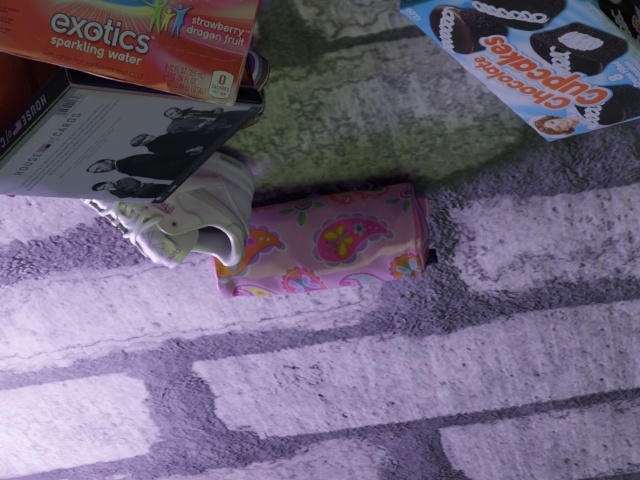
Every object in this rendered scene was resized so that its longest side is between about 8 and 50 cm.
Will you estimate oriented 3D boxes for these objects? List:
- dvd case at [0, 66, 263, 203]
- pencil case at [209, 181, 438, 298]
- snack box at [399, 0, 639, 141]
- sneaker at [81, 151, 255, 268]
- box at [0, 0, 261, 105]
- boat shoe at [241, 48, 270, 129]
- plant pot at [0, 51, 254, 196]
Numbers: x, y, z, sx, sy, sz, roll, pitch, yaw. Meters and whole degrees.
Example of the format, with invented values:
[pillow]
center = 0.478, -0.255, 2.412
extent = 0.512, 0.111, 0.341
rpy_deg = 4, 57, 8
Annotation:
[dvd case]
center = -0.194, -0.096, 1.677
extent = 0.238, 0.030, 0.179
rpy_deg = 3, 146, -46
[pencil case]
center = 0.000, 0.000, 2.230
extent = 0.284, 0.124, 0.124
rpy_deg = -9, 148, 6
[snack box]
center = 0.252, -0.221, 1.931
extent = 0.187, 0.060, 0.322
rpy_deg = -14, 149, 35
[sneaker]
center = -0.209, -0.056, 2.078
extent = 0.305, 0.152, 0.114
rpy_deg = 15, 145, -26
[box]
center = -0.205, -0.234, 1.553
extent = 0.300, 0.142, 0.154
rpy_deg = 12, 103, -9
[boat shoe]
center = -0.099, -0.163, 2.012
extent = 0.066, 0.066, 0.183
rpy_deg = 10, 156, -30
[plant pot]
center = -0.216, -0.208, 1.754
extent = 0.265, 0.272, 0.272
rpy_deg = -15, 147, 2
